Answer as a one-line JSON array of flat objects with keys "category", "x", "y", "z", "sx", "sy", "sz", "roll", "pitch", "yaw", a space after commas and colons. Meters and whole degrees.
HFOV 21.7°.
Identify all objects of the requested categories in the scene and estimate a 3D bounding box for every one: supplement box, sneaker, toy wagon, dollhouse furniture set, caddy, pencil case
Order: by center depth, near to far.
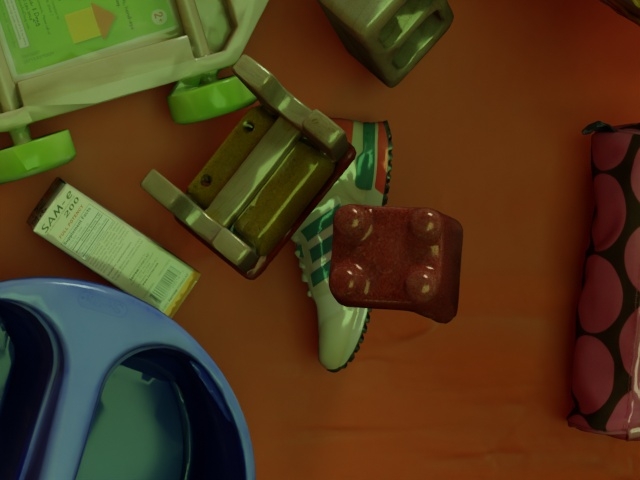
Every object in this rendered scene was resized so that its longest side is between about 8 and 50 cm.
[{"category": "caddy", "x": -0.178, "y": 0.185, "z": 0.946, "sx": 0.241, "sy": 0.179, "sz": 0.341, "roll": 17, "pitch": 90, "yaw": -16}, {"category": "dollhouse furniture set", "x": 0.101, "y": -0.100, "z": 0.982, "sx": 0.201, "sy": 0.152, "sz": 0.374, "roll": 39, "pitch": 90, "yaw": 15}, {"category": "toy wagon", "x": -0.118, "y": -0.196, "z": 0.989, "sx": 0.344, "sy": 0.068, "sz": 0.267, "roll": -18, "pitch": 99, "yaw": -13}, {"category": "supplement box", "x": -0.126, "y": 0.005, "z": 1.005, "sx": 0.098, "sy": 0.062, "sz": 0.036, "roll": 35, "pitch": 87, "yaw": -14}, {"category": "sneaker", "x": 0.000, "y": 0.000, "z": 1.048, "sx": 0.075, "sy": 0.057, "sz": 0.161, "roll": 9, "pitch": 93, "yaw": 0}, {"category": "pencil case", "x": 0.208, "y": 0.027, "z": 1.076, "sx": 0.095, "sy": 0.098, "sz": 0.209, "roll": 2, "pitch": 95, "yaw": -15}]
